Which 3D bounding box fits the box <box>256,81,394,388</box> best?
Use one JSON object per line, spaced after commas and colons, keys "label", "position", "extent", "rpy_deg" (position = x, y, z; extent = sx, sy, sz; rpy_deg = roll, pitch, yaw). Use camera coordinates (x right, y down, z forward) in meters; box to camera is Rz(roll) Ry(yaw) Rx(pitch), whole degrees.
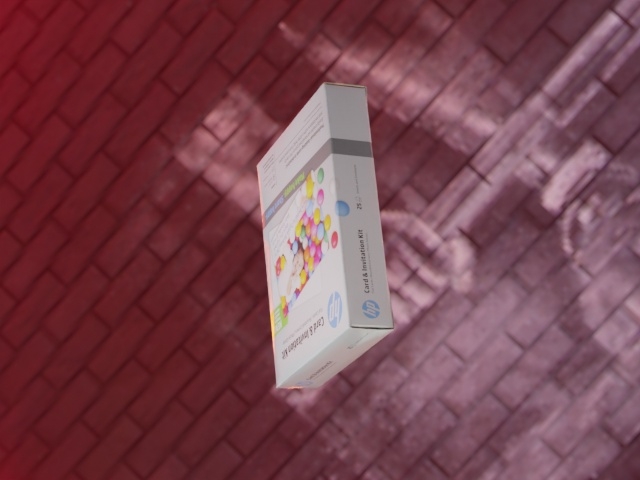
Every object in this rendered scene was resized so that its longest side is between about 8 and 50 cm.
{"label": "box", "position": [0.000, 0.000, 1.062], "extent": [0.038, 0.186, 0.145], "rpy_deg": [2, -22, -23]}
